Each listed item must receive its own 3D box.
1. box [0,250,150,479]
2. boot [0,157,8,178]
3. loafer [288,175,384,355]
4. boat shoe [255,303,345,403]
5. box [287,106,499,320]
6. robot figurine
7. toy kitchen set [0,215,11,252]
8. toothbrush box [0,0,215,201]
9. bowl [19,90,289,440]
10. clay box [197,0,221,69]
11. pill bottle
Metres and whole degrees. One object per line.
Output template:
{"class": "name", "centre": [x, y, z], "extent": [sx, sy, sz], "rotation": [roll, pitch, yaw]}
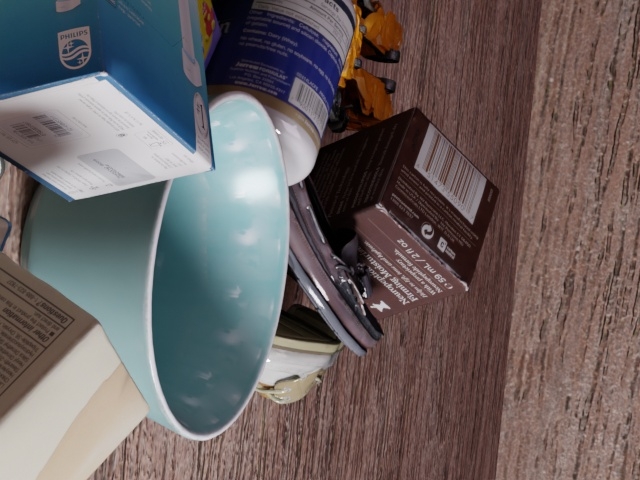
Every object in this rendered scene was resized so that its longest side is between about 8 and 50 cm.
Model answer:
{"class": "box", "centre": [-0.274, 0.158, 1.042], "extent": [0.311, 0.148, 0.121], "rotation": [-46, 147, -18]}
{"class": "boot", "centre": [-0.262, -0.179, 1.242], "extent": [0.178, 0.085, 0.236], "rotation": [-66, 151, -57]}
{"class": "loafer", "centre": [0.000, 0.000, 1.833], "extent": [0.302, 0.095, 0.109], "rotation": [55, 4, -25]}
{"class": "boat shoe", "centre": [-0.041, 0.137, 1.899], "extent": [0.103, 0.113, 0.302], "rotation": [-62, 164, 4]}
{"class": "box", "centre": [0.076, -0.024, 1.981], "extent": [0.168, 0.203, 0.167], "rotation": [42, 49, -25]}
{"class": "robot figurine", "centre": [0.034, -0.230, 2.057], "extent": [0.291, 0.085, 0.211], "rotation": [19, 78, -71]}
{"class": "toy kitchen set", "centre": [-0.293, 0.052, 1.220], "extent": [0.207, 0.122, 0.166], "rotation": [-66, 164, 10]}
{"class": "toothbrush box", "centre": [-0.177, -0.203, 1.156], "extent": [0.216, 0.126, 0.295], "rotation": [40, 41, -69]}
{"class": "bowl", "centre": [-0.156, 0.014, 1.470], "extent": [0.311, 0.163, 0.311], "rotation": [7, 90, -72]}
{"class": "clay box", "centre": [-0.159, -0.232, 1.548], "extent": [0.222, 0.053, 0.127], "rotation": [74, 29, -50]}
{"class": "pill bottle", "centre": [-0.048, -0.201, 1.726], "extent": [0.153, 0.153, 0.264], "rotation": [66, 35, -56]}
